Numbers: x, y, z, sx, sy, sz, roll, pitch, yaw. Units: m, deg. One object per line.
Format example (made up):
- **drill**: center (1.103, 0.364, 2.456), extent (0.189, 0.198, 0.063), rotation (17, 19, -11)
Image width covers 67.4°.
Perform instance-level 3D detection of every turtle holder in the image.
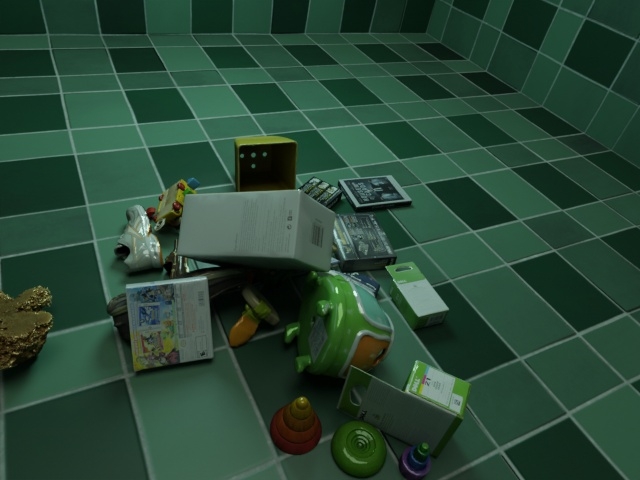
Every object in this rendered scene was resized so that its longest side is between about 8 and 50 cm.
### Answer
- **turtle holder**: center (0.044, 0.216, 1.231), extent (0.227, 0.243, 0.320), rotation (14, -2, -20)

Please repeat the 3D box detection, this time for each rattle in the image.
- **rattle**: center (-0.205, 0.185, 1.323), extent (0.130, 0.143, 0.200), rotation (25, 12, -42)

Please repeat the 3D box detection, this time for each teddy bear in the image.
- **teddy bear**: center (-0.773, 0.195, 1.141), extent (0.338, 0.113, 0.245), rotation (10, 33, 10)

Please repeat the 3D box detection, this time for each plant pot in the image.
- **plant pot**: center (-0.218, -0.281, 1.740), extent (0.212, 0.212, 0.187), rotation (-8, 32, -22)

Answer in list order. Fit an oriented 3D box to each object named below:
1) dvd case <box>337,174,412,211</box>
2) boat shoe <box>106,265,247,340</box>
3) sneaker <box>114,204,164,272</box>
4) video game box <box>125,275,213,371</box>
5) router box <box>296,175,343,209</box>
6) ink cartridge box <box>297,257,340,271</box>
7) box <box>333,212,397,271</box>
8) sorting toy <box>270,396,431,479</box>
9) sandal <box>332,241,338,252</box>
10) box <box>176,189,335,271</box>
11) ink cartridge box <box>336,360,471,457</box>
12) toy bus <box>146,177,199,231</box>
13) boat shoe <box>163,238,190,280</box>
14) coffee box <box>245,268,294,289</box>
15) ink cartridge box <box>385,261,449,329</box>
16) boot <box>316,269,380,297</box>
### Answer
- **dvd case**: center (0.208, -0.185, 1.853), extent (0.239, 0.029, 0.179), rotation (-7, 43, -22)
- **boat shoe**: center (-0.357, 0.159, 1.250), extent (0.355, 0.130, 0.132), rotation (-17, 9, -18)
- **sneaker**: center (-0.556, -0.009, 1.422), extent (0.121, 0.099, 0.262), rotation (-17, 47, -24)
- **video game box**: center (-0.361, 0.197, 1.157), extent (0.187, 0.205, 0.048), rotation (-5, 8, -21)
- **router box**: center (-0.019, -0.156, 1.752), extent (0.133, 0.046, 0.179), rotation (28, 43, 17)
- **ink cartridge box**: center (-0.087, 0.037, 1.455), extent (0.224, 0.045, 0.223), rotation (34, 22, 28)
- **box**: center (0.127, 0.001, 1.598), extent (0.183, 0.056, 0.231), rotation (-4, 43, -17)
- **sorting toy**: center (0.071, 0.420, 1.049), extent (0.365, 0.126, 0.127), rotation (16, 40, 6)
- **sandal**: center (0.000, 0.000, 1.570), extent (0.072, 0.049, 0.180), rotation (17, 20, -31)
- **box**: center (-0.164, -0.019, 1.259), extent (0.345, 0.215, 0.168), rotation (1, 79, 25)
- **ink cartridge box**: center (0.184, 0.358, 1.097), extent (0.255, 0.189, 0.097), rotation (23, 43, 13)
- **toy bus**: center (-0.455, -0.095, 1.535), extent (0.191, 0.104, 0.202), rotation (16, 67, 50)
- **boat shoe**: center (-0.413, 0.070, 1.377), extent (0.073, 0.073, 0.207), rotation (-2, 42, -18)
- **coffee box**: center (-0.179, 0.068, 1.460), extent (0.184, 0.040, 0.113), rotation (28, 41, 17)
- **ink cartridge box**: center (0.279, 0.162, 1.444), extent (0.109, 0.062, 0.209), rotation (-9, 44, -22)
- **boot**: center (0.084, 0.127, 1.445), extent (0.190, 0.069, 0.086), rotation (28, 35, 7)
